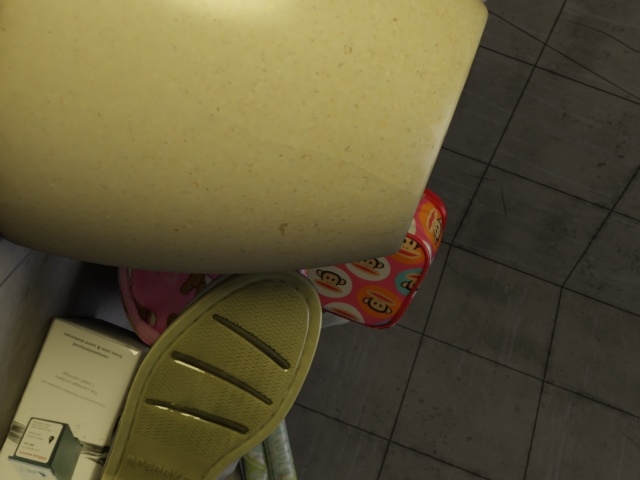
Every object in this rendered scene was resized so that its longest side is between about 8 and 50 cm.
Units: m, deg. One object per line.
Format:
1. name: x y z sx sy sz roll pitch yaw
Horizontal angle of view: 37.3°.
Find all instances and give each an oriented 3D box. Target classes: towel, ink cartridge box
1. towel: -0.106 0.291 1.560 0.320 0.090 0.375 148 -70 -85
2. ink cartridge box: -0.206 0.166 0.800 0.139 0.082 0.191 66 44 -85

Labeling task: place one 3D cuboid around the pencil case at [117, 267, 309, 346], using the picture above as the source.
1. pencil case: -0.089 0.020 0.941 0.386 0.160 0.167 -51 139 -89

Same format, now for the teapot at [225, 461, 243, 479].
1. teapot: -0.219 0.453 1.541 0.252 0.187 0.256 -136 -138 -67

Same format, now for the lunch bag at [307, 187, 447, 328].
1. lunch bag: 0.000 0.000 1.258 0.258 0.293 0.120 113 2 -49

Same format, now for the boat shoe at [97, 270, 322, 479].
1. boat shoe: -0.101 0.134 0.731 0.302 0.113 0.103 -57 -169 14

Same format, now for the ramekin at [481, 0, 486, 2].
1. ramekin: 0.123 -0.394 1.108 0.135 0.277 0.277 -59 173 -23

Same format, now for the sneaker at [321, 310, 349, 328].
1. sneaker: -0.021 0.036 1.580 0.323 0.236 0.130 106 6 -56

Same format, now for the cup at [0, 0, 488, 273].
1. cup: -0.030 -0.110 0.620 0.331 0.237 0.331 21 90 -86
